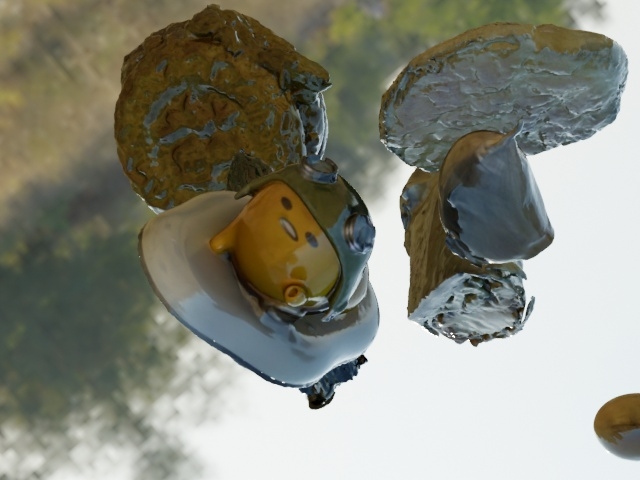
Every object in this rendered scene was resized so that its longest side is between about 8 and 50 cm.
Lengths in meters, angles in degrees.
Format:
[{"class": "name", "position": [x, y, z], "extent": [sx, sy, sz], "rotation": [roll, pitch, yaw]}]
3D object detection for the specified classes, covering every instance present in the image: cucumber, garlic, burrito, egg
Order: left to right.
[{"class": "cucumber", "position": [-0.023, 0.034, 1.625], "extent": [0.067, 0.245, 0.067], "rotation": [-18, -154, 9]}, {"class": "burrito", "position": [0.137, 0.004, 1.824], "extent": [0.348, 0.107, 0.175], "rotation": [-97, -166, -58]}, {"class": "garlic", "position": [0.126, -0.043, 1.414], "extent": [0.084, 0.152, 0.066], "rotation": [-7, -138, 16]}, {"class": "egg", "position": [0.319, 0.191, 1.947], "extent": [0.071, 0.083, 0.071], "rotation": [-169, -90, -74]}]

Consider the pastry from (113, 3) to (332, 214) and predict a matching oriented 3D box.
[{"class": "pastry", "position": [-0.105, -0.133, 2.016], "extent": [0.132, 0.240, 0.235], "rotation": [-42, 153, -63]}]

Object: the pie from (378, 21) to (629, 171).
[{"class": "pie", "position": [0.151, -0.123, 1.591], "extent": [0.218, 0.052, 0.185], "rotation": [-12, 155, 12]}]

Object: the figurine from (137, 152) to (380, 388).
[{"class": "figurine", "position": [0.000, 0.000, 1.385], "extent": [0.141, 0.167, 0.250], "rotation": [-40, 161, 27]}]
